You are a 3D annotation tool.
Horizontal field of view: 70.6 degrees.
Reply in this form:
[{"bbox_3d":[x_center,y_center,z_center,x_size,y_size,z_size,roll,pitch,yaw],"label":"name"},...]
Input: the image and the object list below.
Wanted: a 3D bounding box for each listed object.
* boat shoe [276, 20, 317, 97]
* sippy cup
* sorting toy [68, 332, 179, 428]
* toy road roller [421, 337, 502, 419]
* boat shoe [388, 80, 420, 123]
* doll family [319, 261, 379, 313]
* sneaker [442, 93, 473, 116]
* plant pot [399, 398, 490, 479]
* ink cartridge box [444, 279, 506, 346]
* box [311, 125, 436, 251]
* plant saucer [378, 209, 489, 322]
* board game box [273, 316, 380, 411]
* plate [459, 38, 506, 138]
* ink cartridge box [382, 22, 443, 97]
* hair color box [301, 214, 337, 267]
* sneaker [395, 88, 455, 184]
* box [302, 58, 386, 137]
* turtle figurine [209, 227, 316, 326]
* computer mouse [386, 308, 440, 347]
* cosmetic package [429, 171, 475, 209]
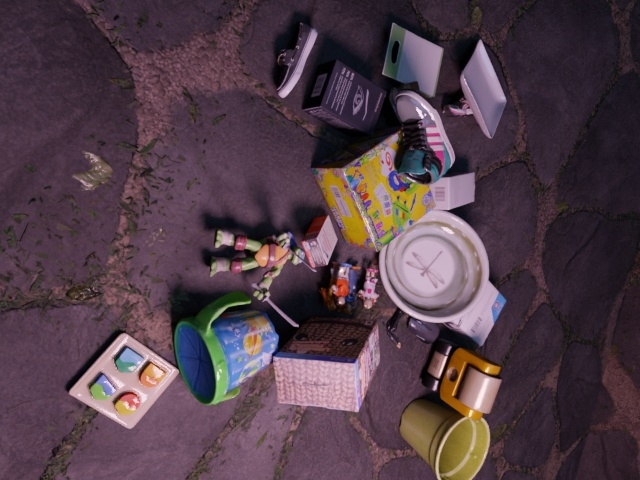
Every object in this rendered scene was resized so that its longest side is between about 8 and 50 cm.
[{"bbox_3d":[-0.083,-0.515,1.271,0.076,0.080,0.228,27,82,-26],"label":"boat shoe"},{"bbox_3d":[-0.245,0.293,1.236,0.224,0.305,0.240,-15,72,-40],"label":"sippy cup"},{"bbox_3d":[-0.505,0.372,1.184,0.193,0.038,0.208,-51,120,-15],"label":"sorting toy"},{"bbox_3d":[0.568,0.517,1.705,0.241,0.329,0.202,18,93,-26],"label":"toy road roller"},{"bbox_3d":[0.341,-0.377,1.511,0.117,0.123,0.324,-23,119,20],"label":"boat shoe"},{"bbox_3d":[0.084,0.161,1.489,0.263,0.118,0.163,14,84,-51],"label":"doll family"},{"bbox_3d":[0.510,-0.496,1.658,0.178,0.072,0.077,-12,97,-41],"label":"sneaker"},{"bbox_3d":[0.449,0.739,1.717,0.276,0.254,0.275,-5,100,-31],"label":"plant pot"},{"bbox_3d":[0.562,0.236,1.773,0.307,0.129,0.223,41,77,-31],"label":"ink cartridge box"},{"bbox_3d":[0.174,-0.168,1.432,0.279,0.177,0.289,-35,115,-23],"label":"box"},{"bbox_3d":[0.391,0.090,1.605,0.401,0.100,0.400,2,79,-9],"label":"plant saucer"},{"bbox_3d":[0.030,0.347,1.325,0.291,0.232,0.141,-36,123,-67],"label":"board game box"},{"bbox_3d":[0.592,-0.554,1.663,0.277,0.045,0.278,53,49,-28],"label":"plate"},{"bbox_3d":[0.299,-0.593,1.508,0.235,0.056,0.171,10,93,-30],"label":"ink cartridge box"},{"bbox_3d":[0.000,0.000,1.370,0.167,0.054,0.093,-65,138,-62],"label":"hair color box"},{"bbox_3d":[0.273,-0.271,1.308,0.295,0.124,0.178,50,61,-29],"label":"sneaker"},{"bbox_3d":[0.075,-0.421,1.366,0.207,0.108,0.153,22,86,-33],"label":"box"},{"bbox_3d":[-0.159,0.065,1.232,0.267,0.197,0.274,7,57,-17],"label":"turtle figurine"},{"bbox_3d":[0.362,0.344,1.708,0.184,0.060,0.262,-51,120,-15],"label":"computer mouse"},{"bbox_3d":[0.477,-0.183,1.639,0.231,0.086,0.117,-16,107,-50],"label":"cosmetic package"}]
